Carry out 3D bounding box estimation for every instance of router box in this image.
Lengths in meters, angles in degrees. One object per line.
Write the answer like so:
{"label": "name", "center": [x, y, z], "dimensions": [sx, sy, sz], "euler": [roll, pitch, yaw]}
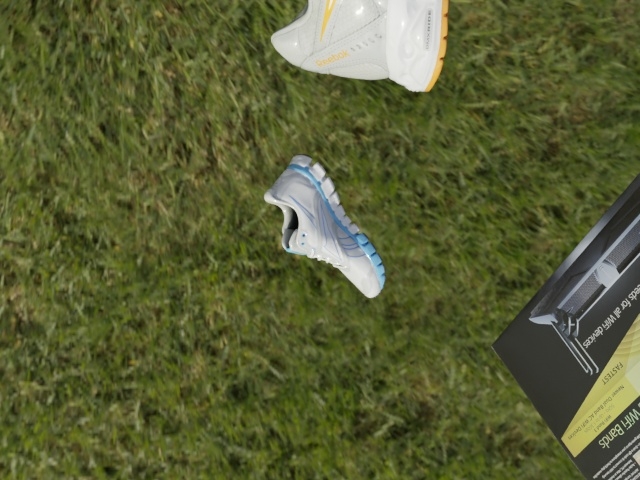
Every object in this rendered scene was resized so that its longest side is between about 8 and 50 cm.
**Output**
{"label": "router box", "center": [0.317, 0.085, 0.805], "dimensions": [0.081, 0.243, 0.309], "euler": [-3, 139, -39]}

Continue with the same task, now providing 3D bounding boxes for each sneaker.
{"label": "sneaker", "center": [0.000, 0.000, 1.075], "dimensions": [0.083, 0.071, 0.191], "euler": [-43, 108, -22]}
{"label": "sneaker", "center": [0.013, -0.206, 0.512], "dimensions": [0.121, 0.099, 0.263], "euler": [2, 118, 7]}
